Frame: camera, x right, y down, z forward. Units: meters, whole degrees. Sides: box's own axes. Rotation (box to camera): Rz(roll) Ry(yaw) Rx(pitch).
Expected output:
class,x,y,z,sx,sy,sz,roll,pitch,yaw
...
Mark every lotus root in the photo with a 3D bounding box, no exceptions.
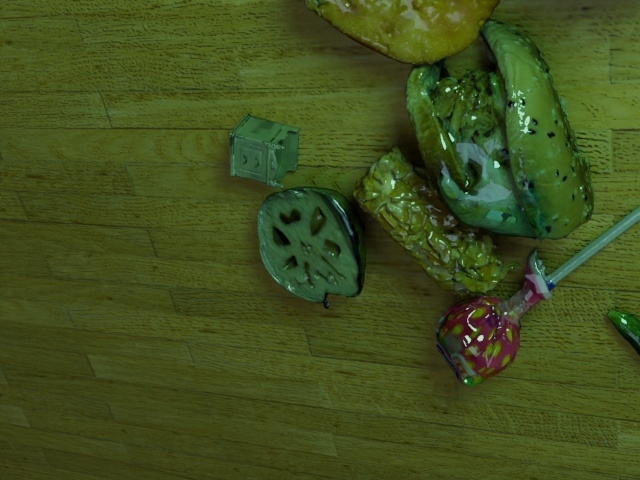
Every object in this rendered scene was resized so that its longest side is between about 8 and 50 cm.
class,x,y,z,sx,sy,sz,roll,pitch,yaw
lotus root,0.000,-0.004,1.374,0.183,0.078,0.203,18,127,28

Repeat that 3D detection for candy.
class,x,y,z,sx,sy,sz,roll,pitch,yaw
candy,0.304,0.068,1.278,0.124,0.124,0.365,41,123,-7

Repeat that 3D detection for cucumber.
class,x,y,z,sx,sy,sz,roll,pitch,yaw
cucumber,0.466,0.156,1.294,0.168,0.039,0.039,44,131,-9

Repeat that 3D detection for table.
class,x,y,z,sx,sy,sz,roll,pitch,yaw
table,-0.080,-0.126,1.325,0.083,0.062,0.079,16,130,14

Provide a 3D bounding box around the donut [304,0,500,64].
class,x,y,z,sx,sy,sz,roll,pitch,yaw
donut,0.094,-0.326,1.054,0.254,0.118,0.253,14,128,19

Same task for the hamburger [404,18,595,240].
class,x,y,z,sx,sy,sz,roll,pitch,yaw
hamburger,0.220,-0.111,1.120,0.168,0.192,0.288,-18,116,24

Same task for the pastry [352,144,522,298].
class,x,y,z,sx,sy,sz,roll,pitch,yaw
pastry,0.156,-0.014,1.242,0.250,0.102,0.154,43,172,-4
